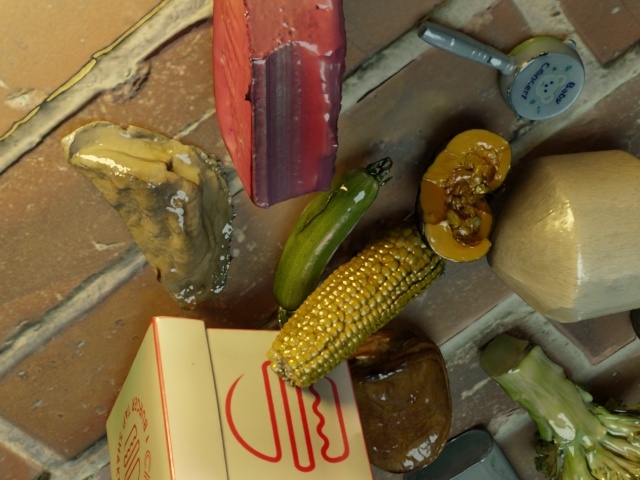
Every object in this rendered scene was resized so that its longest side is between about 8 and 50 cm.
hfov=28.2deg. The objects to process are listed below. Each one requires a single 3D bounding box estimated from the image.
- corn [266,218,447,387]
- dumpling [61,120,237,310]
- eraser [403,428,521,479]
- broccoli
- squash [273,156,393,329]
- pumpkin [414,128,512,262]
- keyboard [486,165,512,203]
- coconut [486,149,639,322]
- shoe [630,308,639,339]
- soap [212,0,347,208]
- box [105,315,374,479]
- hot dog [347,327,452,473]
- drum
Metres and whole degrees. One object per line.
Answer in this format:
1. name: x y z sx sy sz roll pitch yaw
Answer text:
1. corn: 0.054 0.083 1.795 0.318 0.115 0.115 -39 134 -23
2. dumpling: -0.192 -0.040 1.696 0.166 0.086 0.332 -32 126 4
3. eraser: 0.266 0.441 2.225 0.174 0.081 0.227 -31 129 4
4. broccoli: 0.390 0.309 2.094 0.361 0.221 0.252 25 111 -19
5. squash: -0.002 -0.001 1.793 0.071 0.080 0.318 -24 151 -55
6. pumpkin: 0.192 -0.066 1.776 0.119 0.107 0.183 16 93 -19
7. keyboard: 0.218 -0.047 1.864 0.055 0.017 0.166 17 121 -27
8. coconut: 0.360 -0.005 1.803 0.265 0.237 0.237 -9 130 -17
9. shoe: 0.569 0.095 2.049 0.099 0.071 0.169 4 123 -22
10. soap: -0.051 -0.223 1.517 0.127 0.220 0.325 -8 130 -16
11. box: -0.125 0.325 1.834 0.300 0.312 0.314 4 141 -22
12. hot dog: 0.113 0.251 2.005 0.196 0.122 0.272 -20 134 2
13. drum: 0.254 -0.250 1.693 0.253 0.049 0.130 33 113 -34
